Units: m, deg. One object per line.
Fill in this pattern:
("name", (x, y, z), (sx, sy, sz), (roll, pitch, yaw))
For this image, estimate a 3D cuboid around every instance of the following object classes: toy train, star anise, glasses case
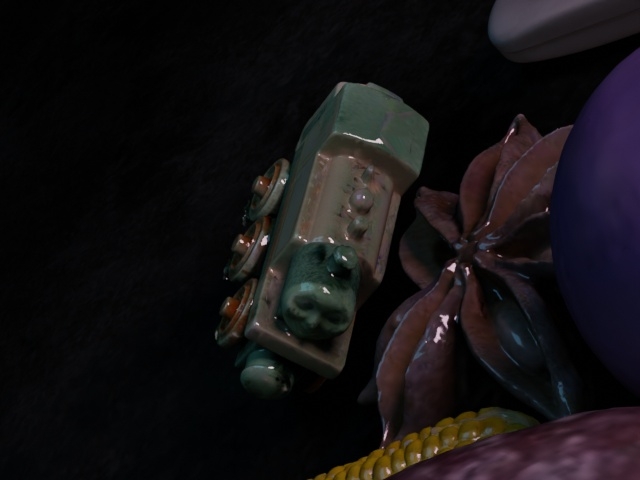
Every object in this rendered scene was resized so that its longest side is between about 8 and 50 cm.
("toy train", (0.000, 0.000, 0.885), (0.125, 0.081, 0.194), (-51, 18, 43))
("star anise", (0.103, 0.018, 0.762), (0.197, 0.073, 0.212), (-19, 42, 46))
("glasses case", (0.181, -0.157, 0.899), (0.193, 0.049, 0.074), (-14, 42, 43))

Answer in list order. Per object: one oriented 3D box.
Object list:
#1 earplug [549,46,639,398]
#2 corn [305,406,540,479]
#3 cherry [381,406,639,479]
("earplug", (0.278, -0.063, 0.512), (0.456, 0.215, 0.215), (-28, 34, 37))
("corn", (0.005, 0.154, 0.686), (0.244, 0.093, 0.093), (-28, 34, 20))
("cherry", (0.072, 0.164, 0.513), (0.266, 0.183, 0.213), (-37, 35, -15))
